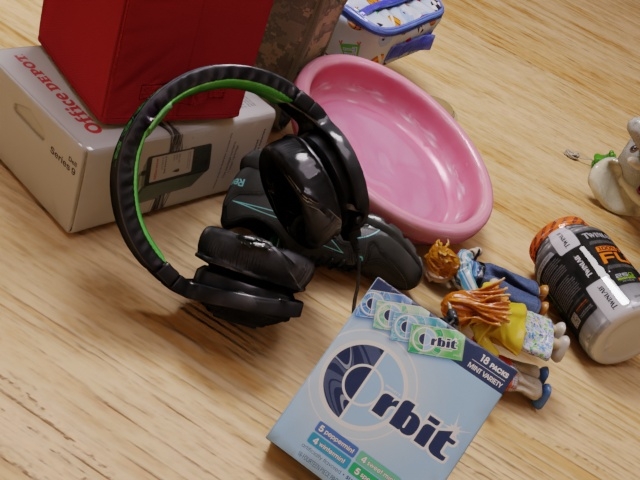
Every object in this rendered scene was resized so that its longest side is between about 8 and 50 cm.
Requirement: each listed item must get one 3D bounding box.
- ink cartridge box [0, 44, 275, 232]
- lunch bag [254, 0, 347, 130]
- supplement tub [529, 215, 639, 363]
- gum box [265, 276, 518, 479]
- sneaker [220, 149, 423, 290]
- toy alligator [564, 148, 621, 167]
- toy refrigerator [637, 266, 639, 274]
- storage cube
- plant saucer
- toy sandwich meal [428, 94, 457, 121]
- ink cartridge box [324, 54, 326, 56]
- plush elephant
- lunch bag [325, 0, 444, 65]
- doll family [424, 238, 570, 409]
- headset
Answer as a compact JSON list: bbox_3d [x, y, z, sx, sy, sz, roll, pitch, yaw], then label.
[{"bbox_3d":[-0.236,-0.145,1.017,0.211,0.122,0.289,41,38,25],"label":"ink cartridge box"},{"bbox_3d":[-0.100,-0.327,1.202,0.235,0.287,0.169,31,40,3],"label":"lunch bag"},{"bbox_3d":[0.366,0.061,1.117,0.116,0.117,0.190,4,40,-27],"label":"supplement tub"},{"bbox_3d":[0.066,0.154,0.775,0.157,0.184,0.041,33,-8,13],"label":"gum box"},{"bbox_3d":[0.000,0.000,1.020,0.267,0.101,0.106,31,65,-5],"label":"sneaker"},{"bbox_3d":[0.556,-0.144,1.560,0.189,0.051,0.056,26,34,2],"label":"toy alligator"},{"bbox_3d":[0.566,0.131,1.167,0.269,0.094,0.102,25,34,-1],"label":"toy refrigerator"},{"bbox_3d":[-0.183,-0.264,0.927,0.183,0.193,0.215,-10,44,-39],"label":"storage cube"},{"bbox_3d":[0.091,-0.118,1.169,0.332,0.084,0.332,24,41,-23],"label":"plant saucer"},{"bbox_3d":[0.204,-0.229,1.482,0.085,0.029,0.086,12,37,-9],"label":"toy sandwich meal"},{"bbox_3d":[-0.016,-0.357,1.468,0.190,0.082,0.139,40,37,22],"label":"ink cartridge box"},{"bbox_3d":[0.580,-0.107,1.330,0.255,0.272,0.330,49,12,27],"label":"plush elephant"},{"bbox_3d":[0.076,-0.401,1.416,0.243,0.115,0.303,38,37,13],"label":"lunch bag"},{"bbox_3d":[0.203,0.069,1.002,0.163,0.118,0.263,20,33,-12],"label":"doll family"},{"bbox_3d":[-0.026,-0.008,0.857,0.394,0.243,0.185,41,-12,-21],"label":"headset"}]
